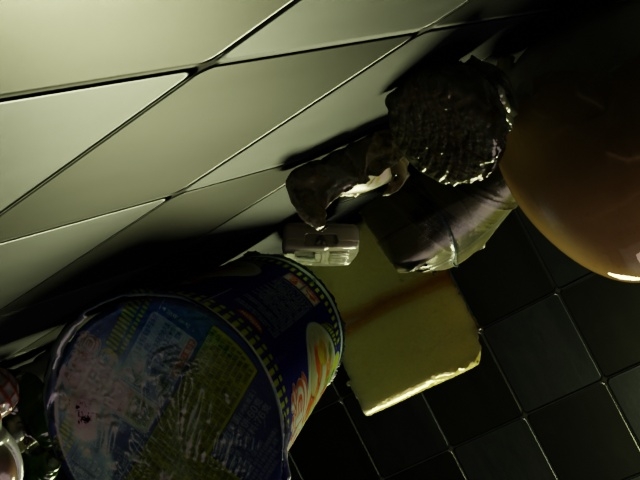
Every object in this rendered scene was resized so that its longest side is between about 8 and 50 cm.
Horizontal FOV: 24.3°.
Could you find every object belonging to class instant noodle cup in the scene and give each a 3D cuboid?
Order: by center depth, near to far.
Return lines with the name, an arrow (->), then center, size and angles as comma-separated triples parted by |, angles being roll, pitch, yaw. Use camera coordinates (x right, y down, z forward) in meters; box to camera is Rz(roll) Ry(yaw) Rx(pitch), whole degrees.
instant noodle cup -> -0.110, 0.147, 1.647 | 0.284, 0.284, 0.312 | -29, -177, 25

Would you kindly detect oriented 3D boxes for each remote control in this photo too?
remote control -> 0.000, 0.001, 1.786 | 0.090, 0.049, 0.230 | 3, 175, -1

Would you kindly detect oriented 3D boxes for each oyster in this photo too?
oyster -> 0.053, -0.081, 1.349 | 0.106, 0.061, 0.200 | -51, 166, 29

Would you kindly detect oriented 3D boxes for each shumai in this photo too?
shumai -> 0.117, -0.105, 1.164 | 0.087, 0.099, 0.124 | -43, -174, -28

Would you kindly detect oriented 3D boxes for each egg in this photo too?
egg -> 0.249, -0.084, 1.255 | 0.201, 0.244, 0.201 | -14, 168, -3

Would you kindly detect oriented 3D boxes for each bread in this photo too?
bread -> 0.120, 0.085, 2.110 | 0.198, 0.263, 0.236 | -23, 174, 11

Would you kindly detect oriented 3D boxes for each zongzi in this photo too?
zongzi -> 0.202, -0.063, 1.864 | 0.274, 0.125, 0.251 | -34, 173, 9

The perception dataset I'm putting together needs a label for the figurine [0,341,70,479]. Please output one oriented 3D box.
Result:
figurine -> -0.373, 0.227, 1.599 | 0.370, 0.167, 0.281 | -37, 151, -52
